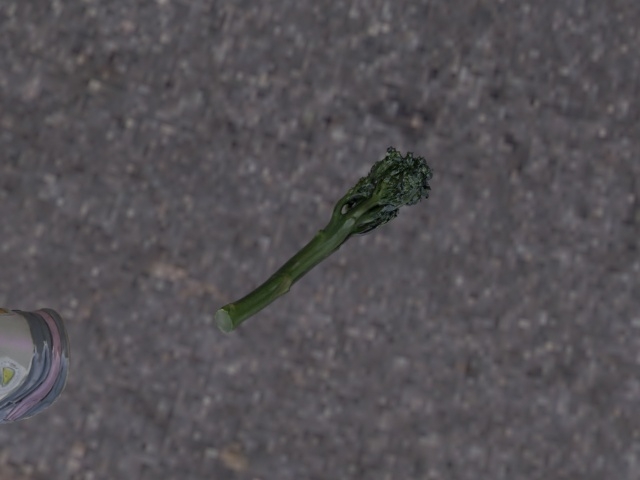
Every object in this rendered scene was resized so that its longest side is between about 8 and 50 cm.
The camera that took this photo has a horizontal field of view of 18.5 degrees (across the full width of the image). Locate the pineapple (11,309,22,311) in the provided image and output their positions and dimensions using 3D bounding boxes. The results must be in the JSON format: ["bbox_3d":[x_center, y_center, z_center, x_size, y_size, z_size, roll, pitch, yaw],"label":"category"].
[{"bbox_3d":[-0.303,0.048,1.506,0.103,0.083,0.221,-35,150,-2],"label":"pineapple"}]

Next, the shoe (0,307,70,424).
[{"bbox_3d":[-0.263,0.094,1.351,0.180,0.089,0.092,-21,155,24],"label":"shoe"}]

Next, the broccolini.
[{"bbox_3d":[0.000,0.000,1.551,0.051,0.239,0.054,19,135,41],"label":"broccolini"}]
